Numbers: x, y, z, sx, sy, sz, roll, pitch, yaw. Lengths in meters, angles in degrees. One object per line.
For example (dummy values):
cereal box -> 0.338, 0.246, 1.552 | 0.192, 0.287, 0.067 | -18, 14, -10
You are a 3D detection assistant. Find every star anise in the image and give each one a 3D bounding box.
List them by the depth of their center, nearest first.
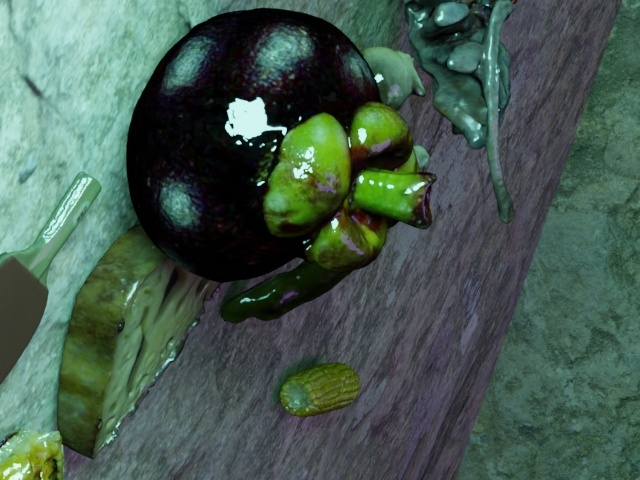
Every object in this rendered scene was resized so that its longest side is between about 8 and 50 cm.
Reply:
star anise -> 0.187, -0.242, 1.746 | 0.315, 0.139, 0.359 | -94, 166, -49

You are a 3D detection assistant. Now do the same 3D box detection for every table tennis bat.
table tennis bat -> -0.263, 0.047, 1.183 | 0.246, 0.022, 0.138 | -58, 163, -17

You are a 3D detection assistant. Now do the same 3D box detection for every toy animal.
toy animal -> 0.045, -0.129, 1.734 | 0.233, 0.121, 0.169 | -55, 146, -3

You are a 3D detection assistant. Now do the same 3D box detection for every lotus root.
lotus root -> -0.181, 0.071, 1.370 | 0.260, 0.074, 0.170 | -54, 159, -30

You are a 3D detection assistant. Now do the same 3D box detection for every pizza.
pizza -> -0.308, 0.321, 1.304 | 0.305, 0.086, 0.161 | -68, 163, 4

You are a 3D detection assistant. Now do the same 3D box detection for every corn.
corn -> 0.001, 0.230, 2.146 | 0.080, 0.080, 0.238 | -67, 161, 5

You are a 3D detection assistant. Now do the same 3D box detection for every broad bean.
broad bean -> 0.000, 0.000, 1.691 | 0.144, 0.049, 0.292 | 22, 112, -32

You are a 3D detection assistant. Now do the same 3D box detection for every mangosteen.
mangosteen -> -0.032, -0.081, 1.254 | 0.287, 0.288, 0.233 | 70, 20, -67

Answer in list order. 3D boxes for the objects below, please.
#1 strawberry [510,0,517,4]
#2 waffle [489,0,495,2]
strawberry -> 0.263, -0.424, 2.036 | 0.145, 0.086, 0.145 | -57, 160, -34
waffle -> 0.274, -0.409, 2.194 | 0.083, 0.029, 0.075 | -65, 163, 5
